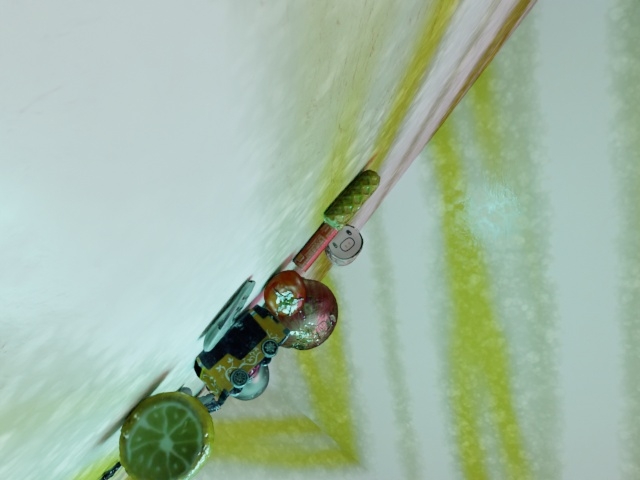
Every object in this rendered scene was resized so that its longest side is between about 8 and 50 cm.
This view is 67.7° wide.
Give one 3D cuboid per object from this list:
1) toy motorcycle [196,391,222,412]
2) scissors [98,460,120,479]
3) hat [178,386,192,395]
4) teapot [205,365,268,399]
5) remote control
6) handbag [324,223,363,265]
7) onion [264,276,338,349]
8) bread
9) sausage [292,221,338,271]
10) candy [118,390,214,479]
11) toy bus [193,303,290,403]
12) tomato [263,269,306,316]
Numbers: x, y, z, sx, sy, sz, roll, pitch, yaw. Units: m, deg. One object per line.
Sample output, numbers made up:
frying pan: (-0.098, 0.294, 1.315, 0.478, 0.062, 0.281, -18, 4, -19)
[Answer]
toy motorcycle: (-0.585, 0.801, 2.263, 0.204, 0.108, 0.239, -24, 169, -31)
scissors: (-0.757, 0.853, 1.776, 0.109, 0.022, 0.300, -44, 172, -15)
hat: (-0.512, 0.559, 1.741, 0.087, 0.042, 0.058, -5, 148, -30)
teapot: (-0.402, 0.648, 2.306, 0.315, 0.233, 0.312, -19, 156, -15)
remote control: (-0.273, 0.222, 1.422, 0.256, 0.045, 0.097, -53, 174, 1)
handbag: (0.115, 0.023, 2.310, 0.205, 0.179, 0.116, -41, 178, -22)
onion: (-0.087, 0.328, 2.102, 0.353, 0.354, 0.353, -49, 173, -8)
bread: (0.121, -0.154, 1.752, 0.269, 0.087, 0.098, -48, 172, -11)
sausage: (0.000, 0.000, 1.869, 0.274, 0.074, 0.074, -50, 173, 3)
candy: (-0.424, 0.551, 1.328, 0.260, 0.260, 0.118, -48, 168, -18)
toy bus: (-0.279, 0.398, 1.703, 0.323, 0.194, 0.162, -42, 169, -33)
tomato: (-0.128, 0.186, 1.750, 0.167, 0.167, 0.167, -49, 173, -8)
